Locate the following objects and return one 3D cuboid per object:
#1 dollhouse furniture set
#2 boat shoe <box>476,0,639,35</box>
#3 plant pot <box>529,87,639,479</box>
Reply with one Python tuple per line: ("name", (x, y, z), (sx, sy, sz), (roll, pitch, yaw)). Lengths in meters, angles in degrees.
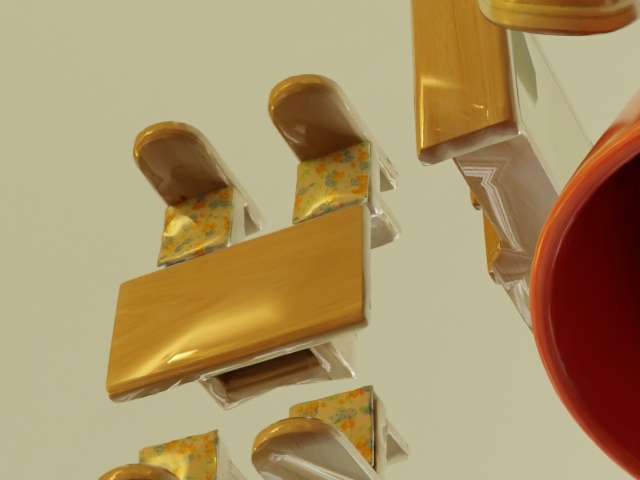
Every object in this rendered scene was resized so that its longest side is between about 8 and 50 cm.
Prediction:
("dollhouse furniture set", (0.000, 0.000, 1.158), (0.394, 0.362, 0.256), (-18, -46, 20))
("boat shoe", (0.155, -0.204, 0.932), (0.104, 0.285, 0.089), (7, -57, 12))
("plant pot", (0.268, -0.016, 0.817), (0.275, 0.243, 0.275), (11, -54, 15))
